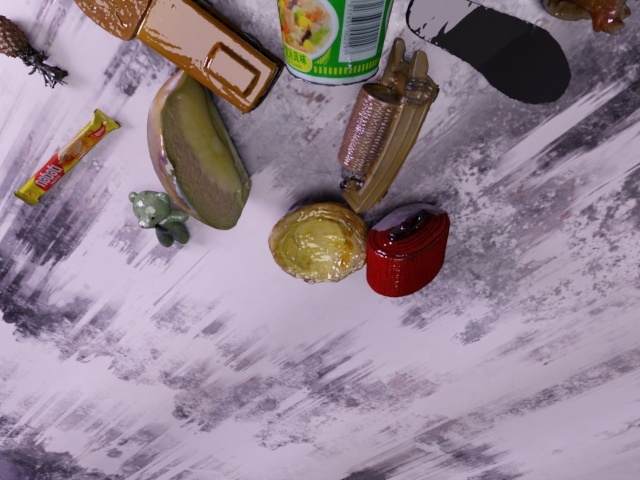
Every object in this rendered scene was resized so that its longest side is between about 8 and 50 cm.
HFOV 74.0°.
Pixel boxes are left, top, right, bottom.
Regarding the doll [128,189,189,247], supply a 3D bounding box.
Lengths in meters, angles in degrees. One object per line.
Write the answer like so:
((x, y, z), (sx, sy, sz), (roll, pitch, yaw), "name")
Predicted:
((-0.329, -0.038, 0.877), (0.114, 0.078, 0.150), (-3, 139, 17), "doll")

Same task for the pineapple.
((-0.476, -0.304, 0.697), (0.058, 0.058, 0.124), (-31, 134, 23), "pineapple")

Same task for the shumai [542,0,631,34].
((0.388, -0.414, 0.528), (0.262, 0.267, 0.314), (-20, 99, 51), "shumai")

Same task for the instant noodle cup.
((0.024, -0.346, 0.565), (0.206, 0.207, 0.233), (1, 133, 1), "instant noodle cup")

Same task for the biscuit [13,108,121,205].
((-0.493, -0.155, 0.819), (0.291, 0.026, 0.048), (-31, 140, 23), "biscuit")

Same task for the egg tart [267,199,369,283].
((0.001, 0.000, 0.880), (0.212, 0.090, 0.213), (1, 125, 2), "egg tart")

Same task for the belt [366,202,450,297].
((0.171, 0.008, 0.827), (0.128, 0.200, 0.124), (27, 137, 34), "belt")

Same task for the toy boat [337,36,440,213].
((0.096, -0.181, 0.729), (0.115, 0.089, 0.310), (-6, 138, -31), "toy boat")

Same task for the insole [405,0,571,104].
((0.277, -0.310, 0.686), (0.309, 0.012, 0.110), (19, 126, -12), "insole")

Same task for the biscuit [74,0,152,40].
((-0.319, -0.409, 0.618), (0.141, 0.029, 0.221), (-2, 128, 2), "biscuit")

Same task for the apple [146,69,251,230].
((-0.226, -0.135, 0.730), (0.119, 0.193, 0.265), (-7, 129, 20), "apple")

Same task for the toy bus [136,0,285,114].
((-0.158, -0.288, 0.646), (0.200, 0.114, 0.098), (32, 114, -19), "toy bus")
